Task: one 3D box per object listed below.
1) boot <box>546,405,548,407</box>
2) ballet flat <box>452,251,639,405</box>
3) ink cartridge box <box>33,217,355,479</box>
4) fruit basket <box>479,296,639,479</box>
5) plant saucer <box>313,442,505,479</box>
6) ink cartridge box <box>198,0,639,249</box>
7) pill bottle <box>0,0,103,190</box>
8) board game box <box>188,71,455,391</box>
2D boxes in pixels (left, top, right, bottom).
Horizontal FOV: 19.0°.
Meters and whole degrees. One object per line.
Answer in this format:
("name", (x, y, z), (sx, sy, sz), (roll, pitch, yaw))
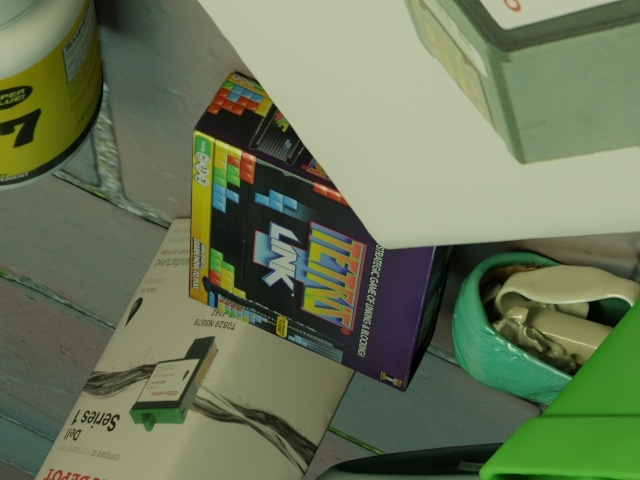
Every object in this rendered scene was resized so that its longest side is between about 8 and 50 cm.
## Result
("boot", (0.175, 0.100, 1.144), (0.106, 0.037, 0.114), (34, 162, 22))
("ballet flat", (0.177, 0.064, 0.984), (0.247, 0.083, 0.087), (17, 145, 24))
("ink cartridge box", (-0.071, 0.100, 1.192), (0.092, 0.219, 0.160), (37, 159, -28))
("fruit basket", (0.244, 0.177, 0.741), (0.283, 0.392, 0.392), (34, 161, -21))
("plant saucer", (0.132, 0.143, 1.103), (0.317, 0.044, 0.317), (-4, 178, 0))
("ink cartridge box", (0.119, -0.111, 0.339), (0.121, 0.211, 0.289), (54, 154, -18))
("pill bottle", (-0.168, -0.111, 0.917), (0.119, 0.119, 0.208), (25, 162, 6))
("board game box", (0.000, 0.000, 1.042), (0.141, 0.048, 0.170), (24, 149, 11))
